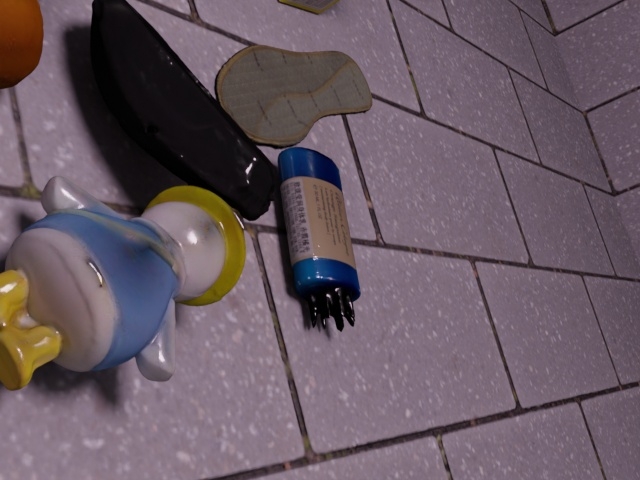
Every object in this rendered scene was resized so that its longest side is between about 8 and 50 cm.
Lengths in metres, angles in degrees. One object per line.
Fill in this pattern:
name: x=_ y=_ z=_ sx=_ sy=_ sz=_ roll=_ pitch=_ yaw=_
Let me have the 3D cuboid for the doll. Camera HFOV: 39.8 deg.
doll: x=-0.129 y=0.021 z=0.610 sx=0.135 sy=0.098 sz=0.241 roll=30 pitch=24 yaw=17

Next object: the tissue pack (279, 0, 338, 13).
tissue pack: x=0.031 y=-0.346 z=1.047 sx=0.095 sy=0.176 sz=0.062 roll=-7 pitch=74 yaw=-58

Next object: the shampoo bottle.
shampoo bottle: x=0.000 y=0.000 z=0.876 sx=0.087 sy=0.050 sz=0.182 roll=27 pitch=48 yaw=-52

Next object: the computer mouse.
computer mouse: x=-0.119 y=-0.100 z=0.713 sx=0.217 sy=0.073 sz=0.122 roll=48 pitch=6 yaw=3

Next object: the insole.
insole: x=-0.020 y=-0.172 z=1.009 sx=0.348 sy=0.009 sz=0.119 roll=-26 pitch=91 yaw=-60

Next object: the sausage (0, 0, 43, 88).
sausage: x=-0.263 y=-0.140 z=0.521 sx=0.238 sy=0.098 sz=0.098 roll=-12 pitch=80 yaw=-61
